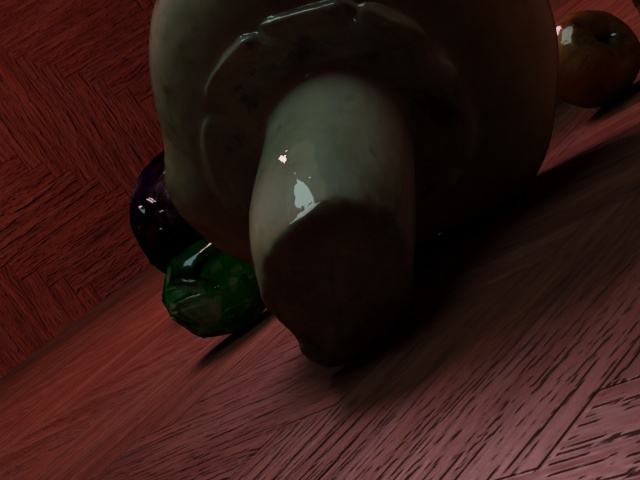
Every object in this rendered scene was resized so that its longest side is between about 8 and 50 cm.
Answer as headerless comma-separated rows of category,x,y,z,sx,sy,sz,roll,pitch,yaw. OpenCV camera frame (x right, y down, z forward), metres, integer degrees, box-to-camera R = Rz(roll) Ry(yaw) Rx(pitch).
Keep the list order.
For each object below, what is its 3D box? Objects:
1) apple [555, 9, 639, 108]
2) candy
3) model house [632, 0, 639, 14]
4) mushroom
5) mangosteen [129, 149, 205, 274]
apple,0.215,-0.143,1.108,0.084,0.084,0.071,-40,-17,-40
candy,0.001,0.002,1.242,0.323,0.097,0.097,-24,9,19
model house,0.217,-0.151,0.691,0.166,0.172,0.183,-36,5,4
mushroom,0.023,-0.076,0.928,0.314,0.314,0.336,-33,32,22
mangosteen,-0.124,-0.034,1.726,0.230,0.194,0.194,-3,-20,-46
